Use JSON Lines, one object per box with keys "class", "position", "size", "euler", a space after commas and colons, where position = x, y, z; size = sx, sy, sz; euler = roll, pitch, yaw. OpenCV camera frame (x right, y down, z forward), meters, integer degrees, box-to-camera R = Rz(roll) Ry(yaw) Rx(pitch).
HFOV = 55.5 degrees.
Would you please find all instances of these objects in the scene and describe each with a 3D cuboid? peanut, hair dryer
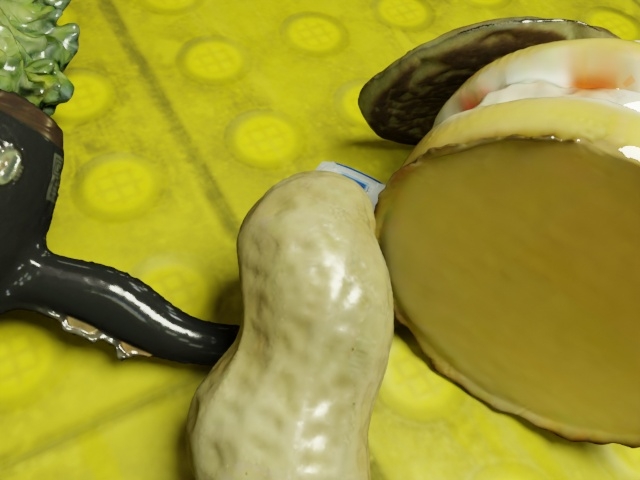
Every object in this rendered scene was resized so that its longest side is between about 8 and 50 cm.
{"class": "peanut", "position": [-0.019, 0.087, 0.394], "size": [0.125, 0.111, 0.274], "euler": [5, 80, 12]}
{"class": "hair dryer", "position": [-0.161, 0.082, 0.424], "size": [0.360, 0.120, 0.303], "euler": [22, 73, -10]}

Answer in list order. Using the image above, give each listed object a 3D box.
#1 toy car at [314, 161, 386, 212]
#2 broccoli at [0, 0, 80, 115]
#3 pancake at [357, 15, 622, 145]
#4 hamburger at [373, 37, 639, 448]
{"class": "toy car", "position": [0.000, 0.000, 0.516], "size": [0.080, 0.070, 0.170], "euler": [26, 56, 9]}
{"class": "broccoli", "position": [-0.378, -0.203, 0.508], "size": [0.335, 0.272, 0.324], "euler": [2, 36, -10]}
{"class": "pancake", "position": [0.156, -0.121, 0.533], "size": [0.250, 0.250, 0.031], "euler": [3, 81, -6]}
{"class": "hamburger", "position": [0.202, 0.002, 0.436], "size": [0.303, 0.261, 0.186], "euler": [35, 54, 11]}
